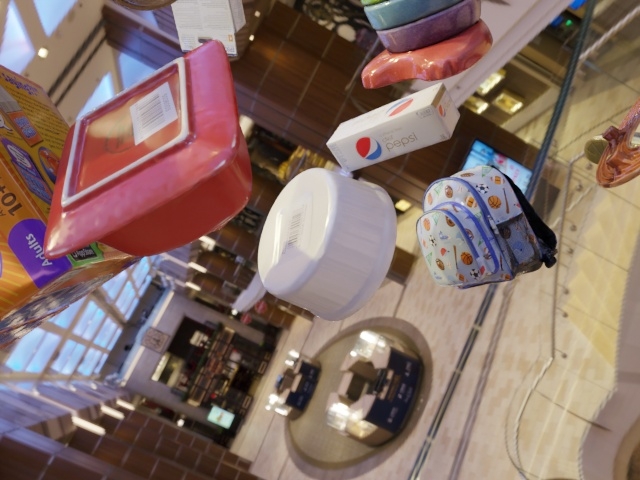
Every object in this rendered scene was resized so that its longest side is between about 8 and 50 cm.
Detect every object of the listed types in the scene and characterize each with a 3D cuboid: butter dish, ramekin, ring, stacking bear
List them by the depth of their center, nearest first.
[{"bbox_3d":[-0.112,-0.050,0.408,0.160,0.118,0.160,-26,47,12],"label":"butter dish"},{"bbox_3d":[0.449,-0.209,0.635,0.336,0.032,0.336,-53,-6,-9],"label":"ring"},{"bbox_3d":[0.107,-0.365,0.657,0.164,0.289,0.175,-40,31,-28],"label":"stacking bear"},{"bbox_3d":[0.000,0.000,0.975,0.277,0.135,0.277,-33,47,43],"label":"ramekin"}]

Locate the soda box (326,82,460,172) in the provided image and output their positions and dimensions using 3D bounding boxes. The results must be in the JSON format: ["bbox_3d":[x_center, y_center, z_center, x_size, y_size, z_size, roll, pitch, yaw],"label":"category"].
[{"bbox_3d":[0.120,-0.188,0.890,0.216,0.069,0.074,-12,35,40],"label":"soda box"}]

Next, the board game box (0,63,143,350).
[{"bbox_3d":[-0.533,-0.026,0.755,0.356,0.356,0.356,-33,3,-1],"label":"board game box"}]

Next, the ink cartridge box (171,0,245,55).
[{"bbox_3d":[-0.269,-0.552,1.214,0.045,0.223,0.224,-35,-49,-38],"label":"ink cartridge box"}]

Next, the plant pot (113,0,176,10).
[{"bbox_3d":[-0.315,-0.532,0.955,0.110,0.237,0.237,48,119,36],"label":"plant pot"}]

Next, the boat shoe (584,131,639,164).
[{"bbox_3d":[0.616,-0.164,0.972,0.073,0.223,0.080,-43,-46,-23],"label":"boat shoe"}]

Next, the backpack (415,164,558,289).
[{"bbox_3d":[0.337,-0.027,1.175,0.276,0.213,0.263,-26,80,64],"label":"backpack"}]
